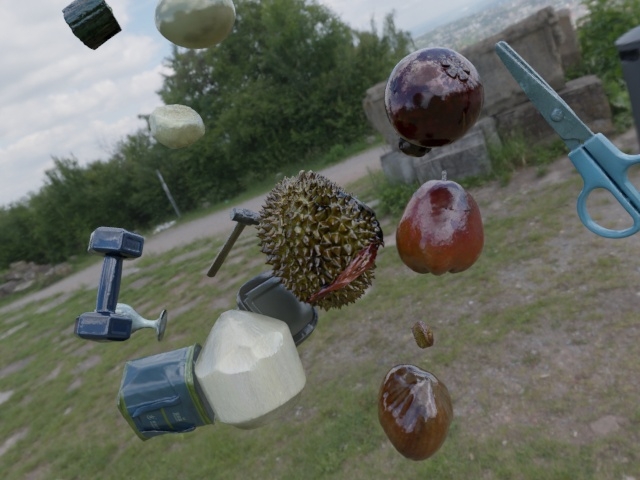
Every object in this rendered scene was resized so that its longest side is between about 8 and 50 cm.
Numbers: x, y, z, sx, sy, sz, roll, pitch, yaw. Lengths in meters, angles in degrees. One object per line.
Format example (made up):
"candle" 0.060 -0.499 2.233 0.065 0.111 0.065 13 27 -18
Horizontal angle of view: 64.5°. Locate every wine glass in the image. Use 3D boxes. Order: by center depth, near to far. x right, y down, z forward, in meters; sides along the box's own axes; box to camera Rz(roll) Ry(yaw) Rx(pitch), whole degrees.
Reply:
"wine glass" -0.678 0.290 1.811 0.241 0.127 0.126 9 16 -4

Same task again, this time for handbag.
"handbag" -0.468 0.477 1.583 0.240 0.263 0.222 -14 32 2

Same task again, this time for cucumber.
"cucumber" -0.566 -0.551 1.272 0.115 0.116 0.062 -32 43 3

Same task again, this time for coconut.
"coconut" -0.167 0.283 1.167 0.237 0.266 0.237 -17 6 2

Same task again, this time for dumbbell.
"dumbbell" -0.603 0.128 1.452 0.144 0.325 0.160 10 -15 -30

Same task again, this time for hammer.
"hammer" -0.334 0.018 1.851 0.111 0.044 0.365 10 -45 -32

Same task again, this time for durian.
"durian" 0.002 0.001 1.319 0.347 0.385 0.348 -13 20 5

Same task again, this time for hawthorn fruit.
"hawthorn fruit" 0.295 -0.046 1.261 0.223 0.261 0.224 2 2 0

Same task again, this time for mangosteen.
"mangosteen" 0.233 -0.288 1.113 0.215 0.215 0.258 -33 -14 -29

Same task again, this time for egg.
"egg" -0.374 -0.669 1.510 0.241 0.186 0.186 -5 18 2

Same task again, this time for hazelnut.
"hazelnut" 0.235 0.400 1.204 0.210 0.186 0.210 -29 45 34

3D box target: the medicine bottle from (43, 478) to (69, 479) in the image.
"medicine bottle" -0.617 0.735 1.354 0.322 0.151 0.151 2 22 11

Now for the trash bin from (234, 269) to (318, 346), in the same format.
"trash bin" -0.163 0.258 1.455 0.219 0.219 0.250 -27 -24 -52

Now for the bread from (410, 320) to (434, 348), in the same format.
"bread" 0.309 0.279 1.513 0.053 0.085 0.085 -27 15 15

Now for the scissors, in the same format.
"scissors" 0.476 -0.206 0.958 0.029 0.447 0.192 -31 -9 -40

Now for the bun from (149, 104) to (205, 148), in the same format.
"bun" -0.436 -0.343 1.548 0.163 0.111 0.188 2 32 -16
